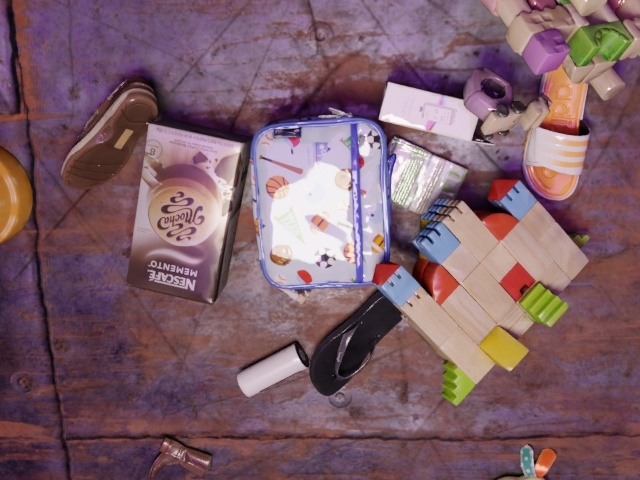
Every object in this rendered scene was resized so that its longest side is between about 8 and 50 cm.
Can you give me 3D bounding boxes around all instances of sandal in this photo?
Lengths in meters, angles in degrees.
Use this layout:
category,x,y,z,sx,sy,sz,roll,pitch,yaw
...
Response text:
category,x,y,z,sx,sy,sz,roll,pitch,yaw
sandal,0.409,-0.196,1.173,0.102,0.076,0.265,3,104,4
sandal,0.067,0.196,1.297,0.097,0.054,0.254,30,106,-26

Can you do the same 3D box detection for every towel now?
category,x,y,z,sx,sy,sz,roll,pitch,yaw
towel,0.176,-0.109,1.246,0.152,0.023,0.113,23,107,-4

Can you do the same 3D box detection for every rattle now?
category,x,y,z,sx,sy,sz,roll,pitch,yaw
rattle,0.391,0.511,1.326,0.130,0.143,0.200,39,111,14

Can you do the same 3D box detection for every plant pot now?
category,x,y,z,sx,sy,sz,roll,pitch,yaw
plant pot,-0.661,-0.069,1.237,0.205,0.188,0.205,1,104,5

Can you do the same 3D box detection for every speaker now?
category,x,y,z,sx,sy,sz,roll,pitch,yaw
speaker,-0.094,0.252,1.340,0.136,0.055,0.055,-29,100,11

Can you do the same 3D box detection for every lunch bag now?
category,x,y,z,sx,sy,sz,roll,pitch,yaw
lunch bag,0.009,-0.072,1.163,0.243,0.115,0.303,-2,104,3

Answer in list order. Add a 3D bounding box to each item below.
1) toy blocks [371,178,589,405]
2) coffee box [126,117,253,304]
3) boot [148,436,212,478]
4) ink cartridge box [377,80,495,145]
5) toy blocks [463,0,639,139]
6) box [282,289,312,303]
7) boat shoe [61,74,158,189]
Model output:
category,x,y,z,sx,sy,sz,roll,pitch,yaw
toy blocks,0.256,0.042,1.159,0.381,0.191,0.261,-45,103,-6
coffee box,-0.235,-0.054,1.241,0.168,0.119,0.297,12,105,1
boot,-0.288,0.470,1.424,0.114,0.037,0.106,25,107,-7
ink cartridge box,0.201,-0.216,1.166,0.198,0.115,0.067,14,104,0
toy blocks,0.354,-0.368,1.041,0.288,0.309,0.260,-16,66,-23
box,0.000,0.000,1.267,0.087,0.058,0.232,34,104,-4
boat shoe,-0.381,-0.196,1.244,0.257,0.095,0.095,-37,141,25
